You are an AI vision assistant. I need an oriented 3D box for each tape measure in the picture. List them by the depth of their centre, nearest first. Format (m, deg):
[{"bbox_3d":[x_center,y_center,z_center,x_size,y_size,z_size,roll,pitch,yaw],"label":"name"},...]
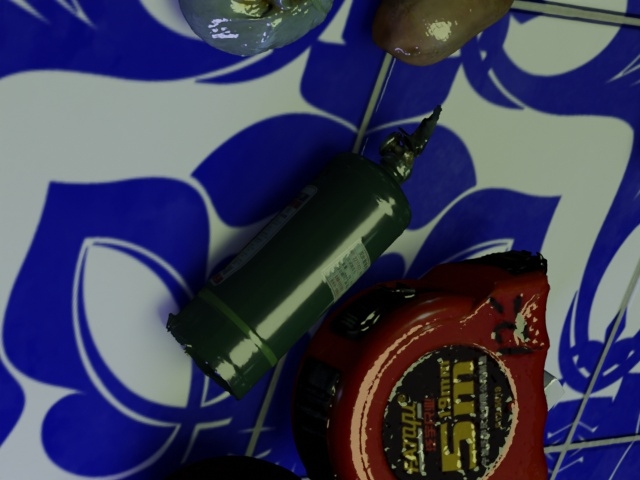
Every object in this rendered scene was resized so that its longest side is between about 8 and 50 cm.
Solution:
[{"bbox_3d":[0.096,0.143,1.639,0.260,0.114,0.253,-9,104,-28],"label":"tape measure"}]

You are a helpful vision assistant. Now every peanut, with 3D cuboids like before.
[{"bbox_3d":[0.109,-0.201,1.482,0.152,0.076,0.076,-35,137,-18],"label":"peanut"}]

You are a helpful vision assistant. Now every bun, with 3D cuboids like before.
[{"bbox_3d":[-0.039,-0.200,1.327,0.141,0.083,0.140,-26,136,-29],"label":"bun"}]

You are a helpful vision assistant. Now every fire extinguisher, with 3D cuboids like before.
[{"bbox_3d":[0.000,0.000,1.503,0.294,0.093,0.118,-46,165,-11],"label":"fire extinguisher"}]

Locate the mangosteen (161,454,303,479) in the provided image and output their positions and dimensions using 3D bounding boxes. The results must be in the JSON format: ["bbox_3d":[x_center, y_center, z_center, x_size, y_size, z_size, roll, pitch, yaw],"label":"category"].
[{"bbox_3d":[-0.089,0.311,1.557,0.228,0.228,0.265,-16,165,-37],"label":"mangosteen"}]

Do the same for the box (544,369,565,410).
[{"bbox_3d":[0.164,0.181,1.792,0.154,0.084,0.040,-46,142,-10],"label":"box"}]
